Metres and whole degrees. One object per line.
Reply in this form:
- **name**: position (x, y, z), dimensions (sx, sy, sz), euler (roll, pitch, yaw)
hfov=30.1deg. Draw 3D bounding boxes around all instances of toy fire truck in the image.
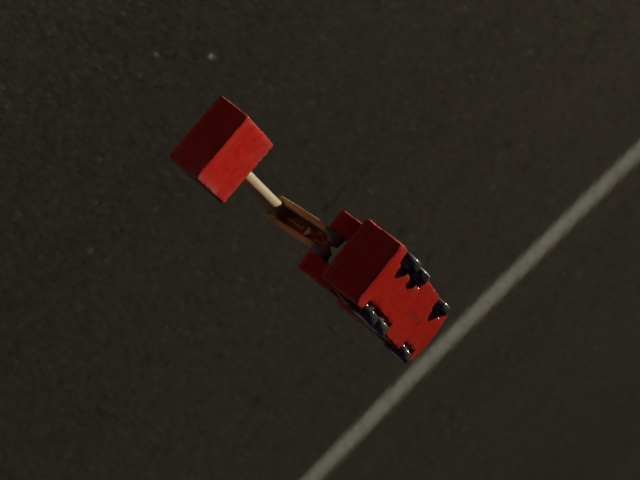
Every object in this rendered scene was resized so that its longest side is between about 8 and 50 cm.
- **toy fire truck**: position (0.000, 0.000, 0.717), dimensions (0.047, 0.135, 0.192), euler (-51, 154, -5)
